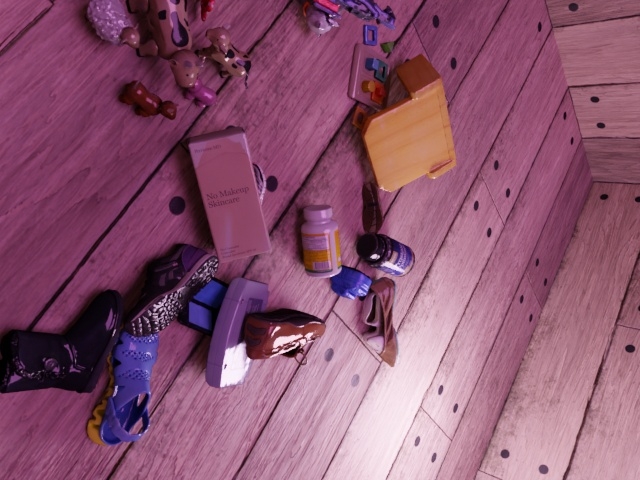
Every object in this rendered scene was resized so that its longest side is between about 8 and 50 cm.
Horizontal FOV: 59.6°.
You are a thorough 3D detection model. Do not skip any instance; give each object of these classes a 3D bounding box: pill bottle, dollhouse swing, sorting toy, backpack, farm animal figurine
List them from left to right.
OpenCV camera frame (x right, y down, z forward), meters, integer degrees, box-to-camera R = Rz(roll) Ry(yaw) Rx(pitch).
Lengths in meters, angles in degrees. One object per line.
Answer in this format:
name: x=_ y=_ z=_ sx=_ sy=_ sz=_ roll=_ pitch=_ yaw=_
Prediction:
farm animal figurine: x=-0.311 y=-0.437 z=1.266 sx=0.330 sy=0.172 sz=0.326 roll=-43 pitch=126 yaw=-34
pill bottle: x=0.000 y=0.000 z=1.722 sx=0.118 sy=0.118 sz=0.208 roll=-22 pitch=113 yaw=-43
backpack: x=0.105 y=0.144 z=1.858 sx=0.098 sy=0.120 sz=0.101 roll=32 pitch=74 yaw=-46
sorting toy: x=0.180 y=-0.540 z=1.867 sx=0.196 sy=0.047 sz=0.347 roll=7 pitch=92 yaw=-47
pill bottle: x=0.228 y=0.047 z=1.970 sx=0.219 sy=0.123 sz=0.122 roll=23 pitch=80 yaw=-45
dollhouse swing: x=0.284 y=-0.397 z=1.959 sx=0.305 sy=0.315 sz=0.346 roll=-20 pitch=129 yaw=4

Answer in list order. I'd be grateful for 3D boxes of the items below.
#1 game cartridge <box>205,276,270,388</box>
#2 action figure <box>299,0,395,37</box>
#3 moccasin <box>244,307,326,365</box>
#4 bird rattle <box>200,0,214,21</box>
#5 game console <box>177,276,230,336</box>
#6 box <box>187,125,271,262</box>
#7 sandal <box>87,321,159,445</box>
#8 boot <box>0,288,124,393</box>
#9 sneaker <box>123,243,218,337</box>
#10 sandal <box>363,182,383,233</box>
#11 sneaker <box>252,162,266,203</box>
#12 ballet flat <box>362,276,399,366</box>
game cartridge: x=-0.225 y=0.249 z=1.523 sx=0.196 sy=0.060 sz=0.294 roll=34 pitch=70 yaw=-73
action figure: x=0.069 y=-0.731 z=1.627 sx=0.341 sy=0.178 sz=0.330 roll=30 pitch=79 yaw=-20
moccasin: x=-0.094 y=0.281 z=1.620 sx=0.380 sy=0.139 sz=0.146 roll=7 pitch=96 yaw=-70
bird rattle: x=-0.214 y=-0.648 z=1.326 sx=0.143 sy=0.207 sz=0.253 roll=58 pitch=45 yaw=-14
game console: x=-0.293 y=0.169 z=1.455 sx=0.144 sy=0.085 sz=0.124 roll=35 pitch=35 yaw=-44
box: x=-0.229 y=-0.117 z=1.413 sx=0.148 sy=0.121 sz=0.311 roll=-15 pitch=111 yaw=-7
sandal: x=-0.435 y=0.335 z=1.304 sx=0.126 sy=0.138 sz=0.317 roll=14 pitch=85 yaw=-46
boot: x=-0.550 y=0.209 z=1.184 sx=0.207 sy=0.094 sz=0.246 roll=23 pitch=87 yaw=-51
sneaker: x=-0.380 y=0.113 z=1.335 sx=0.283 sy=0.124 sz=0.107 roll=-46 pitch=155 yaw=-41
sandal: x=0.186 y=-0.114 z=1.947 sx=0.049 sy=0.072 sz=0.180 roll=-28 pitch=115 yaw=-65
sneaker: x=-0.198 y=-0.128 z=1.524 sx=0.075 sy=0.063 sz=0.170 roll=-6 pitch=106 yaw=-53
ballet flat: x=0.212 y=0.302 z=2.024 sx=0.124 sy=0.116 sz=0.342 roll=-7 pitch=103 yaw=-26
